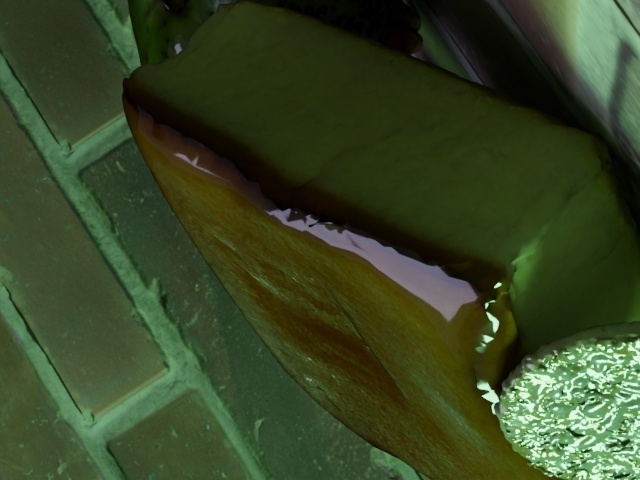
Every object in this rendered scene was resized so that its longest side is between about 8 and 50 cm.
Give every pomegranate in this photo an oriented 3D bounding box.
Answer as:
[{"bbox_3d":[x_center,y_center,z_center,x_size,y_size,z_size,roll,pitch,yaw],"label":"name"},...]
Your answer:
[{"bbox_3d":[-0.019,-0.165,1.292,0.248,0.214,0.214,7,-142,-43],"label":"pomegranate"}]

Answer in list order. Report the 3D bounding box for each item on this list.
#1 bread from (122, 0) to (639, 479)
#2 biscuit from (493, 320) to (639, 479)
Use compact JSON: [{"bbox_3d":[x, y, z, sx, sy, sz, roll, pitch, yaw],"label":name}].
[{"bbox_3d":[0.064,0.028,1.125,0.323,0.143,0.333,27,157,41],"label":"bread"},{"bbox_3d":[0.169,0.089,0.962,0.152,0.152,0.020,57,-153,-45],"label":"biscuit"}]
